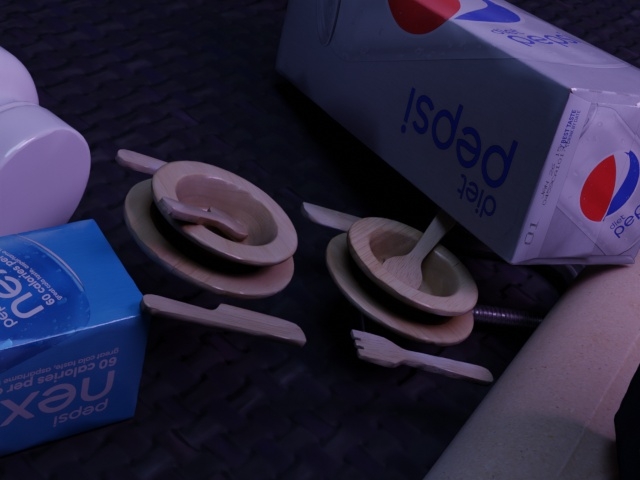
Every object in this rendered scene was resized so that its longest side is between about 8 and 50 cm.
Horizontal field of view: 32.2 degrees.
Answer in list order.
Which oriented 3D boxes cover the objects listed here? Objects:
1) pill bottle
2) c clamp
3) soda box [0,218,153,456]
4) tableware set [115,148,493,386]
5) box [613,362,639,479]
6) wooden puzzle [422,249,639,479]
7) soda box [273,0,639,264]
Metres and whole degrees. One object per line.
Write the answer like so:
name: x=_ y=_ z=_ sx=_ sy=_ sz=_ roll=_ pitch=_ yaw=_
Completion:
pill bottle: x=-0.213 y=-0.068 z=0.560 sx=0.193 sy=0.108 sz=0.108 roll=33 pitch=41 yaw=19
c clamp: x=0.089 y=0.031 z=0.628 sx=0.160 sy=0.022 sz=0.137 roll=5 pitch=35 yaw=-13
soda box: x=-0.180 y=0.055 z=0.452 sx=0.210 sy=0.071 sz=0.067 roll=-13 pitch=47 yaw=-33
tableware set: x=0.000 y=0.000 z=0.544 sx=0.194 sy=0.039 sz=0.128 roll=15 pitch=31 yaw=-27
box: x=0.245 y=0.093 z=0.232 sx=0.293 sy=0.212 sz=0.395 roll=20 pitch=21 yaw=5
wooden puzzle: x=0.220 y=0.157 z=0.463 sx=0.348 sy=0.080 sz=0.322 roll=28 pitch=34 yaw=18
soda box: x=0.077 y=-0.094 z=0.652 sx=0.091 sy=0.098 sz=0.286 roll=0 pitch=28 yaw=-30
